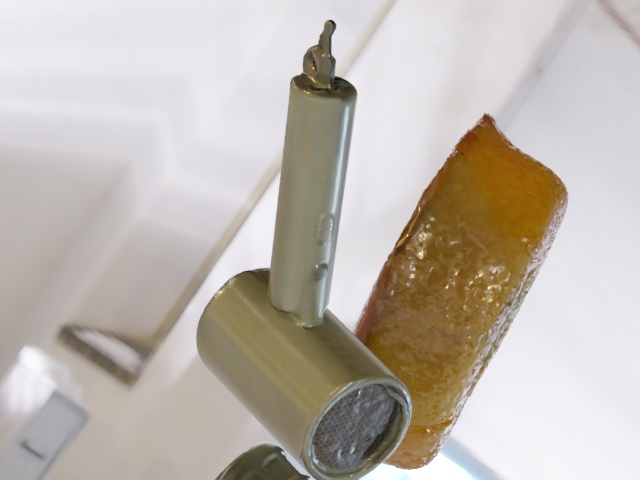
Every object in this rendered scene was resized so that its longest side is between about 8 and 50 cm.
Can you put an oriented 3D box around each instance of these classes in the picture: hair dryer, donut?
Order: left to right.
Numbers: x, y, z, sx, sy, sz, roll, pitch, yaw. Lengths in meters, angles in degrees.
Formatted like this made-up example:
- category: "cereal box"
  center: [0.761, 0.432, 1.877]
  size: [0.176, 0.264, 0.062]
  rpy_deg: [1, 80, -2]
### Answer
- category: "hair dryer"
  center: [0.000, 0.000, 0.399]
  size: [0.063, 0.037, 0.124]
  rpy_deg: [41, -46, 43]
- category: "donut"
  center: [0.099, 0.053, 1.189]
  size: [0.110, 0.303, 0.303]
  rpy_deg: [29, -10, 7]

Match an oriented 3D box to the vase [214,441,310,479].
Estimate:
- category: "vase"
  center: [0.043, 0.263, 0.971]
  size: [0.299, 0.143, 0.143]
  rpy_deg: [36, -8, 15]
